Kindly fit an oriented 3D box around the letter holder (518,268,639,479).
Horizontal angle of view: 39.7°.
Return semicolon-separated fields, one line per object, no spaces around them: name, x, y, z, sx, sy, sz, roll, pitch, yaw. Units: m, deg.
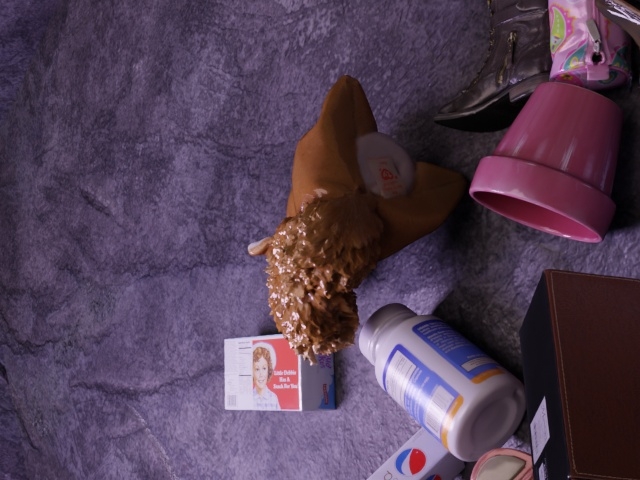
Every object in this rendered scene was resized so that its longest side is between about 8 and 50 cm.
letter holder;0.386;0.206;1.126;0.152;0.214;0.302;95;180;-49

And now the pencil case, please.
pencil case;0.380;-0.348;1.246;0.124;0.124;0.284;-5;80;51

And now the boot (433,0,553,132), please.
boot;0.287;-0.304;1.404;0.263;0.091;0.229;-15;69;45

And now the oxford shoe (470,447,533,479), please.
oxford shoe;0.393;0.404;1.174;0.397;0.146;0.140;36;96;28

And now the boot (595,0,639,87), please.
boot;0.430;-0.235;1.154;0.219;0.082;0.106;37;122;12

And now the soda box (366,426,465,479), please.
soda box;0.130;0.400;1.425;0.074;0.216;0.069;30;153;47

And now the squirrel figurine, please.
squirrel figurine;0.000;0.000;1.499;0.370;0.281;0.397;-42;16;49

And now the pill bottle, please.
pill bottle;0.184;0.213;1.414;0.272;0.152;0.152;39;116;46

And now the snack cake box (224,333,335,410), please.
snack cake box;-0.088;0.267;1.793;0.264;0.089;0.152;-11;76;50

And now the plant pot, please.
plant pot;0.334;-0.114;1.245;0.201;0.201;0.180;19;85;50
